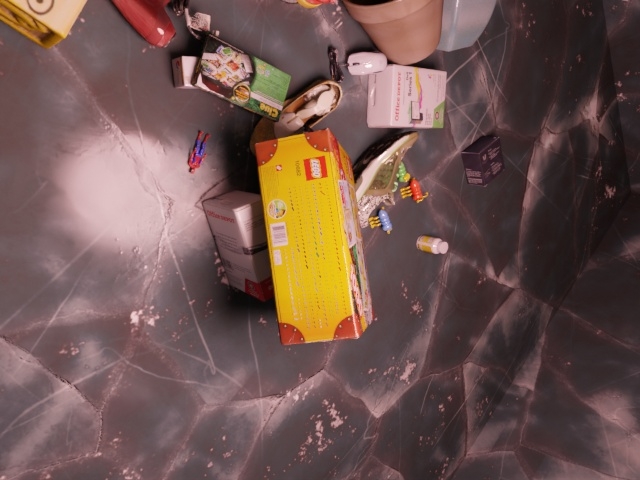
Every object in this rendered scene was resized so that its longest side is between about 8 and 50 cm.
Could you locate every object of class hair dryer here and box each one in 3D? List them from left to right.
[{"bbox_3d":[-0.383,-0.577,1.152,0.294,0.080,0.223,-10,92,-44],"label":"hair dryer"}]

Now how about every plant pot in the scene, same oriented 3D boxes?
[{"bbox_3d":[0.254,-0.718,1.491,0.323,0.323,0.280,-56,143,-15],"label":"plant pot"},{"bbox_3d":[0.445,-0.799,1.649,0.248,0.247,0.252,-26,129,-32],"label":"plant pot"}]

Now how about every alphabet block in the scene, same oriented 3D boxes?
[{"bbox_3d":[-0.558,-0.522,0.928,0.192,0.194,0.197,32,80,-37],"label":"alphabet block"}]

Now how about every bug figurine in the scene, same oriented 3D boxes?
[{"bbox_3d":[0.278,-0.169,1.760,0.279,0.072,0.216,-43,123,-23],"label":"bug figurine"}]

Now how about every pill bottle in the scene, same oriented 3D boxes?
[{"bbox_3d":[0.447,0.019,1.910,0.065,0.116,0.065,-10,107,-37],"label":"pill bottle"}]

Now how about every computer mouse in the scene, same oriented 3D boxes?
[{"bbox_3d":[0.124,-0.564,1.519,0.193,0.042,0.105,-10,108,-9],"label":"computer mouse"}]

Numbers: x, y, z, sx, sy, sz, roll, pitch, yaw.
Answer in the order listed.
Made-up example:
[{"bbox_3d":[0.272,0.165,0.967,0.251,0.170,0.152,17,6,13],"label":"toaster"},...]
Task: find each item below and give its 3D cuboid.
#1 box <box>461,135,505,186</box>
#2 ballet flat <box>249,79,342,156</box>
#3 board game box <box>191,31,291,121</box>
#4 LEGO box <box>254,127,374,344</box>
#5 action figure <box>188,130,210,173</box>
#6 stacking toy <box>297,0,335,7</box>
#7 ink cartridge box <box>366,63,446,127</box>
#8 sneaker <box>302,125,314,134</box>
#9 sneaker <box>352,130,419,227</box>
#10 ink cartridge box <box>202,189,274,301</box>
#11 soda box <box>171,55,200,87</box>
[{"bbox_3d":[0.695,-0.340,2.043,0.156,0.093,0.158,-37,122,-27],"label":"box"},{"bbox_3d":[-0.063,-0.367,1.413,0.348,0.123,0.123,-44,124,-22],"label":"ballet flat"},{"bbox_3d":[-0.200,-0.420,1.257,0.260,0.030,0.136,16,89,-41],"label":"board game box"},{"bbox_3d":[0.000,0.000,1.293,0.372,0.193,0.499,8,74,-78],"label":"LEGO box"},{"bbox_3d":[-0.328,-0.234,1.287,0.038,0.030,0.115,19,90,-45],"label":"action figure"},{"bbox_3d":[0.021,-0.836,1.312,0.280,0.130,0.308,-40,129,-10],"label":"stacking toy"},{"bbox_3d":[0.305,-0.496,1.676,0.278,0.117,0.201,-9,106,-37],"label":"ink cartridge box"},{"bbox_3d":[-0.030,-0.273,1.422,0.080,0.211,0.081,43,87,6],"label":"sneaker"},{"bbox_3d":[0.205,-0.207,1.631,0.410,0.158,0.182,-46,114,-12],"label":"sneaker"},{"bbox_3d":[-0.201,0.007,1.333,0.114,0.197,0.272,-30,118,-31],"label":"ink cartridge box"},{"bbox_3d":[-0.272,-0.438,1.257,0.216,0.069,0.073,-13,108,-36],"label":"soda box"}]
